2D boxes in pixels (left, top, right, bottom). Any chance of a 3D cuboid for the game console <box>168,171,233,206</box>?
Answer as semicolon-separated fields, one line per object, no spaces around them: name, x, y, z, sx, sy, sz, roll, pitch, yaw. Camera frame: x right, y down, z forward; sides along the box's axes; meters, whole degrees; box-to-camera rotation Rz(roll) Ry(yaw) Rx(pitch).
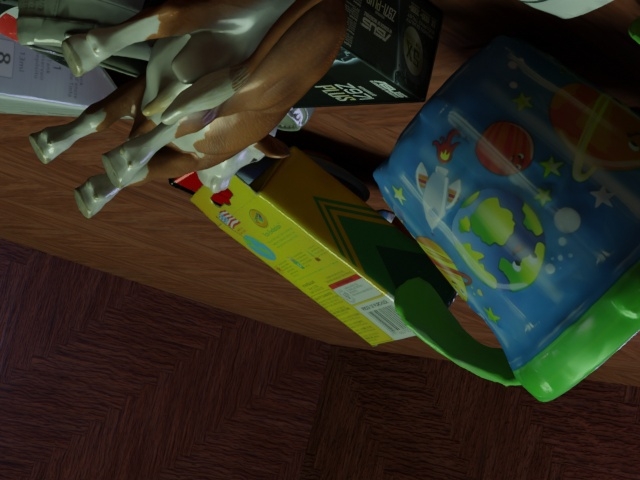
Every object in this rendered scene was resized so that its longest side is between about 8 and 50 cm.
game console;-0.160;-0.102;1.563;0.124;0.085;0.144;-29;149;26

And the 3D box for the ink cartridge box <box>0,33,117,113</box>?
ink cartridge box;-0.363;-0.195;1.232;0.308;0.091;0.385;7;-175;31

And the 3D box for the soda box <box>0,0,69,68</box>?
soda box;-0.257;-0.209;0.929;0.053;0.060;0.169;-40;144;21

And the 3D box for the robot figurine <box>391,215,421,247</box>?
robot figurine;0.172;0.004;1.388;0.128;0.158;0.219;-11;-178;-28

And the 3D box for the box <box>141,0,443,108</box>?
box;-0.019;-0.170;0.826;0.147;0.077;0.180;3;166;42

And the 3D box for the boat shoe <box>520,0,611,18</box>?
boat shoe;0.134;-0.184;0.506;0.102;0.108;0.301;14;177;-12

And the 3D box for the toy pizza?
toy pizza;-0.032;-0.088;1.410;0.201;0.032;0.201;13;166;3

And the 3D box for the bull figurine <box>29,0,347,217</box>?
bull figurine;-0.085;-0.093;0.723;0.188;0.101;0.310;-30;176;-23

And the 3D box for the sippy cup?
sippy cup;0.173;-0.032;0.848;0.224;0.305;0.240;44;-174;8

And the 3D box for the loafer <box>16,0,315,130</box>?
loafer;-0.130;-0.155;0.952;0.112;0.111;0.319;3;165;46

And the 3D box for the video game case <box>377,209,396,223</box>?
video game case;0.141;-0.011;1.660;0.166;0.015;0.119;17;170;-21

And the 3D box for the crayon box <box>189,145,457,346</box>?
crayon box;0.000;0.000;1.347;0.318;0.081;0.202;38;160;-9
